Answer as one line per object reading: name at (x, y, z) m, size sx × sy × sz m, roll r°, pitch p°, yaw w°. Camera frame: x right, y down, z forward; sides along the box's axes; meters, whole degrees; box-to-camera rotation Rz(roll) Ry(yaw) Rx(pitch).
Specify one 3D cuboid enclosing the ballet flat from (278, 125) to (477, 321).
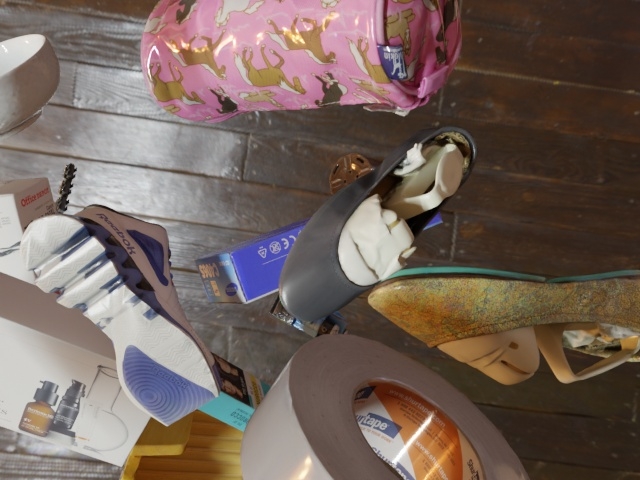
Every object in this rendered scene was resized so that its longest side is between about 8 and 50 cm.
ballet flat at (0.051, -0.020, 0.465) m, size 0.074 × 0.074 × 0.203 m, roll 45°, pitch 62°, yaw 0°

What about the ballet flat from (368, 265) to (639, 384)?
ballet flat at (0.213, 0.087, 0.639) m, size 0.348 × 0.123 × 0.123 m, roll 2°, pitch 86°, yaw -26°

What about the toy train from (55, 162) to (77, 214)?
toy train at (-0.607, -0.123, 1.521) m, size 0.027 × 0.036 × 0.158 m, roll 29°, pitch 41°, yaw -35°

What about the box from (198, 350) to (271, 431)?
box at (-0.150, 0.310, 1.243) m, size 0.060 × 0.100 × 0.244 m, roll -41°, pitch 127°, yaw 13°

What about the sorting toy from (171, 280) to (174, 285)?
sorting toy at (-0.377, 0.105, 1.458) m, size 0.042 × 0.102 × 0.061 m, roll -28°, pitch 94°, yaw -43°

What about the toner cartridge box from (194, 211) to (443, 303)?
toner cartridge box at (0.000, 0.000, 0.974) m, size 0.347 × 0.165 × 0.075 m, roll -21°, pitch 94°, yaw -27°

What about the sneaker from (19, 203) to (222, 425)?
sneaker at (-0.230, 0.069, 0.850) m, size 0.127 × 0.182 × 0.315 m, roll -29°, pitch 106°, yaw 16°

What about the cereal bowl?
cereal bowl at (-0.710, -0.305, 1.376) m, size 0.339 × 0.339 × 0.141 m, roll -24°, pitch 125°, yaw -4°

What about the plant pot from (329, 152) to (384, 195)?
plant pot at (0.118, -0.136, 1.574) m, size 0.167 × 0.165 × 0.167 m, roll -9°, pitch 75°, yaw 37°

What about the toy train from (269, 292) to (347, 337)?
toy train at (-0.025, 0.177, 1.473) m, size 0.184 × 0.105 × 0.080 m, roll 29°, pitch 95°, yaw 14°

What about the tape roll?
tape roll at (0.054, 0.169, 0.472) m, size 0.219 × 0.219 × 0.072 m, roll 33°, pitch 112°, yaw -1°

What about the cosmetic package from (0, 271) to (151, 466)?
cosmetic package at (-0.461, 0.220, 1.085) m, size 0.377 × 0.097 × 0.284 m, roll 24°, pitch 124°, yaw -13°

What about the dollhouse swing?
dollhouse swing at (-0.313, 0.572, 1.489) m, size 0.305 × 0.315 × 0.347 m, roll 18°, pitch 104°, yaw -12°

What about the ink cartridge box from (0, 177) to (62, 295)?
ink cartridge box at (-0.585, 0.008, 1.256) m, size 0.100 × 0.172 × 0.237 m, roll -8°, pitch 107°, yaw 0°

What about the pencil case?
pencil case at (-0.040, -0.227, 0.741) m, size 0.386 × 0.160 × 0.167 m, roll 6°, pitch 74°, yaw 38°
